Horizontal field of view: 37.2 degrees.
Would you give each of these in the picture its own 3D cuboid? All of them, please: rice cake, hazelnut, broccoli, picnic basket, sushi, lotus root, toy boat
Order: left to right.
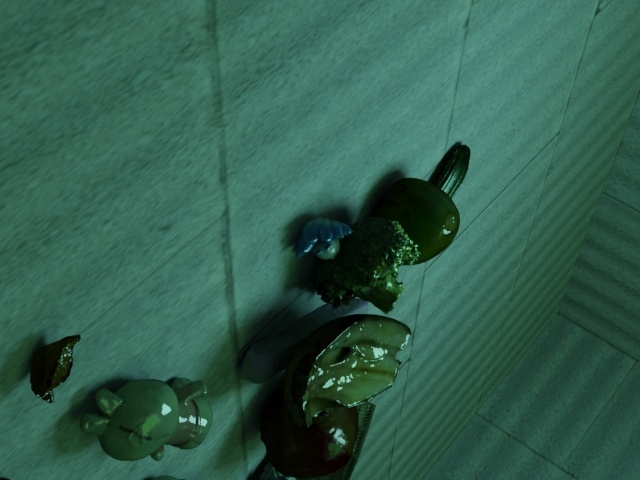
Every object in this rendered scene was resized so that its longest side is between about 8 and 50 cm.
[{"bbox_3d":[-0.346,0.162,1.237,0.099,0.050,0.047,-57,152,15],"label":"sushi"},{"bbox_3d":[-0.025,0.385,1.978,0.229,0.229,0.229,-44,153,-29],"label":"hazelnut"},{"bbox_3d":[-0.021,0.189,1.893,0.399,0.064,0.070,-23,133,-52],"label":"rice cake"},{"bbox_3d":[0.030,0.466,2.185,0.196,0.134,0.154,-62,174,-58],"label":"picnic basket"},{"bbox_3d":[0.029,0.228,1.803,0.314,0.142,0.210,4,99,-54],"label":"lotus root"},{"bbox_3d":[0.080,0.055,1.781,0.198,0.176,0.226,-30,140,-48],"label":"broccoli"},{"bbox_3d":[0.275,-0.117,2.101,0.210,0.052,0.104,-59,154,2],"label":"toy boat"}]

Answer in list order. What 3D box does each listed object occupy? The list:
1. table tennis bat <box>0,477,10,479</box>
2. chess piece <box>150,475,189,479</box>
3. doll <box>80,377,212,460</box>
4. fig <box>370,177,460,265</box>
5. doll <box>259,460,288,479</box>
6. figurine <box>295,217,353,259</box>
[{"bbox_3d":[-0.502,0.411,1.290,0.220,0.019,0.130,-44,154,-31],"label":"table tennis bat"},{"bbox_3d":[-0.254,0.502,1.769,0.133,0.133,0.243,-54,152,-8],"label":"chess piece"},{"bbox_3d":[-0.255,0.277,1.482,0.155,0.113,0.275,-56,158,6],"label":"doll"},{"bbox_3d":[0.193,-0.037,1.899,0.181,0.191,0.181,-4,98,-36],"label":"fig"},{"bbox_3d":[-0.109,0.542,2.170,0.104,0.062,0.195,4,130,-35],"label":"doll"},{"bbox_3d":[0.000,0.000,1.670,0.114,0.114,0.079,-22,95,-53],"label":"figurine"}]
